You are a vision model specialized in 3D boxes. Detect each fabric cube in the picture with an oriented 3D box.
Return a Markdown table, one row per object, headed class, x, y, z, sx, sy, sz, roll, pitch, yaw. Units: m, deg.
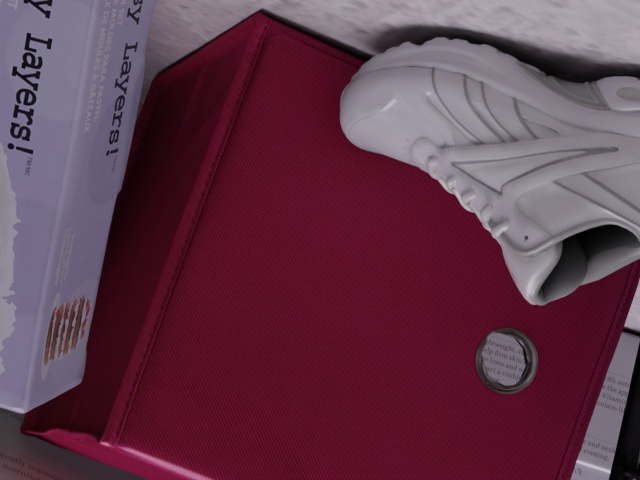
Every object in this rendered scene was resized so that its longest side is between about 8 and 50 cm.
| class | x | y | z | sx | sy | sz | roll | pitch | yaw |
| --- | --- | --- | --- | --- | --- | --- | --- | --- | --- |
| fabric cube | 0.003 | 0.045 | 1.182 | 0.258 | 0.254 | 0.259 | 23 | 170 | -16 |

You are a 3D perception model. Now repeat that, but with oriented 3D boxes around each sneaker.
| class | x | y | z | sx | sy | sz | roll | pitch | yaw |
| --- | --- | --- | --- | --- | --- | --- | --- | --- | --- |
| sneaker | 0.099 | -0.030 | 0.981 | 0.232 | 0.115 | 0.090 | 12 | 168 | 34 |

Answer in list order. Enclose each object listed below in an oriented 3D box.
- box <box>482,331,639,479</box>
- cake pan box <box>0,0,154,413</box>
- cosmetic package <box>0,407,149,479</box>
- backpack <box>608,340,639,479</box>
| class | x | y | z | sx | sy | sz | roll | pitch | yaw |
| --- | --- | --- | --- | --- | --- | --- | --- | --- | --- |
| box | 0.205 | 0.134 | 1.686 | 0.181 | 0.119 | 0.182 | 17 | 171 | 13 |
| cake pan box | -0.203 | -0.082 | 0.887 | 0.245 | 0.267 | 0.070 | 17 | -166 | 12 |
| cosmetic package | -0.208 | 0.101 | 1.401 | 0.217 | 0.156 | 0.385 | 24 | -149 | -9 |
| backpack | 0.288 | 0.100 | 1.040 | 0.253 | 0.225 | 0.191 | 11 | -174 | 7 |
